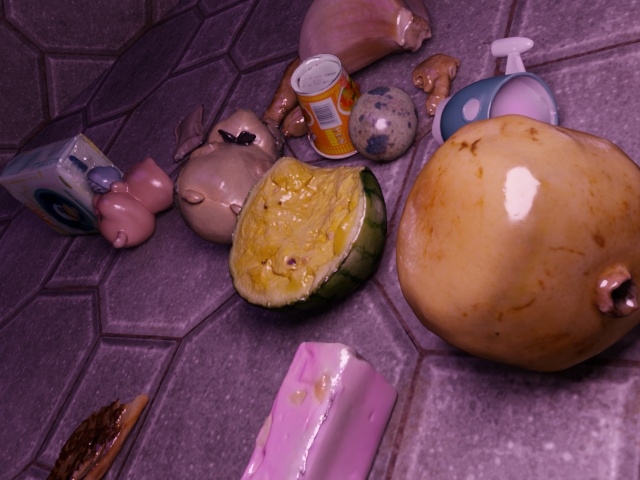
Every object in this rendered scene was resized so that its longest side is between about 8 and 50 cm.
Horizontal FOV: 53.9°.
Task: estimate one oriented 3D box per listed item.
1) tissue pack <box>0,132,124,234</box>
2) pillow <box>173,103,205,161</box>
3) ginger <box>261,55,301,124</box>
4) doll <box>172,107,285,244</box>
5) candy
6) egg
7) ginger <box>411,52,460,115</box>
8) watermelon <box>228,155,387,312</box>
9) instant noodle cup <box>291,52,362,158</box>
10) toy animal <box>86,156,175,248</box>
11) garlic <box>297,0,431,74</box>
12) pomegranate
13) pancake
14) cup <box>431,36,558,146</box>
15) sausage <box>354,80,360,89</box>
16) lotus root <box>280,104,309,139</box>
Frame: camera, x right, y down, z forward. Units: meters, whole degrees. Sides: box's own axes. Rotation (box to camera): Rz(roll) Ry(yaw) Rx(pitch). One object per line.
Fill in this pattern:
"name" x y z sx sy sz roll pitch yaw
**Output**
"tissue pack" -0.754 -0.155 1.907 0.388 0.287 0.162 -3 49 41
"pillow" -0.405 -0.333 1.944 0.131 0.038 0.232 -35 38 19
"ginger" -0.093 -0.362 1.642 0.131 0.086 0.294 4 61 57
"doll" -0.188 -0.154 1.436 0.247 0.247 0.349 -18 32 31
"candy" -0.002 0.293 0.911 0.116 0.155 0.265 -1 55 46
"egg" 0.129 -0.244 1.287 0.141 0.141 0.181 -10 44 37
"ginger" 0.235 -0.334 1.330 0.096 0.067 0.165 7 59 21
"watermelon" 0.000 0.000 1.154 0.331 0.189 0.330 -28 50 39
"instant noodle cup" 0.022 -0.298 1.369 0.168 0.185 0.168 -12 53 17
"toy animal" -0.504 -0.103 1.719 0.221 0.229 0.210 -14 9 -22
"garlic" 0.097 -0.488 1.518 0.340 0.231 0.245 -28 81 33
"pomegranate" 0.261 0.007 0.806 0.333 0.332 0.332 -25 42 25
"pancake" -0.467 0.442 1.290 0.257 0.056 0.212 -35 31 26
"cup" 0.288 -0.203 1.092 0.173 0.168 0.299 14 92 57
"sausage" 0.052 -0.299 1.497 0.029 0.029 0.223 -2 55 42
"lotus root" -0.043 -0.300 1.561 0.150 0.062 0.073 -40 63 3
